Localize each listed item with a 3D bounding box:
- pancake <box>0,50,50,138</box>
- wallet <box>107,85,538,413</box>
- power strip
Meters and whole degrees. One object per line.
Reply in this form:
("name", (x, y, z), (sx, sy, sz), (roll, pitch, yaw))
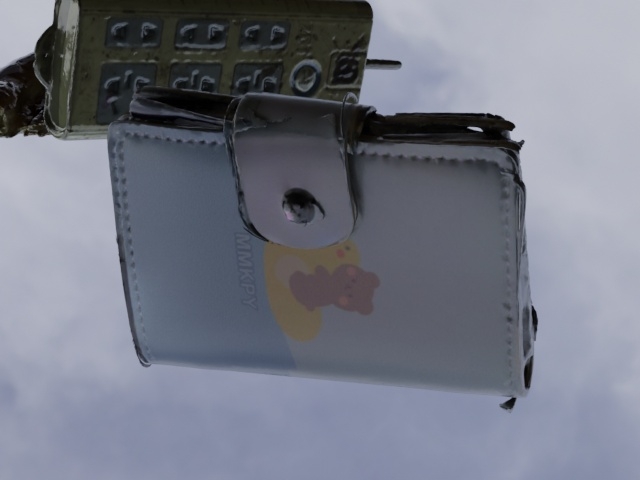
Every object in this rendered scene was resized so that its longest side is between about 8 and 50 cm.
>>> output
("pancake", (-0.250, -0.177, 1.428), (0.245, 0.057, 0.266), (11, -145, 38))
("wallet", (0.000, 0.000, 0.680), (0.231, 0.170, 0.069), (5, -151, 21))
("power strip", (-0.052, -0.112, 0.833), (0.268, 0.092, 0.034), (-5, -155, -37))
